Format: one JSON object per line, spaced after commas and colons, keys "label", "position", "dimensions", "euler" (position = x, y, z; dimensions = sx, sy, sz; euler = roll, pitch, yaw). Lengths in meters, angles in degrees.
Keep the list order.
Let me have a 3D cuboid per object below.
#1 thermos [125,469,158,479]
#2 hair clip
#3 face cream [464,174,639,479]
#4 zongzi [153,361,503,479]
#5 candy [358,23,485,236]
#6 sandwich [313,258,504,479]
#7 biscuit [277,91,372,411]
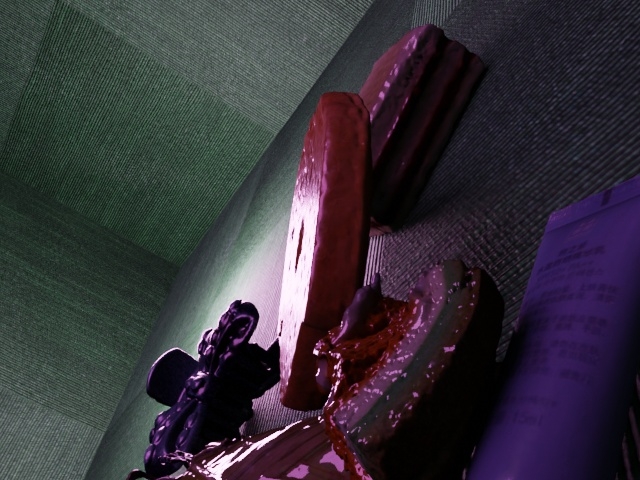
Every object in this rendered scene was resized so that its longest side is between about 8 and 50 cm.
{"label": "thermos", "position": [-0.240, 0.397, 0.940], "dimensions": [0.099, 0.232, 0.124], "euler": [-33, 29, 61]}
{"label": "hair clip", "position": [-0.160, 0.256, 1.091], "dimensions": [0.206, 0.194, 0.310], "euler": [-10, 45, 58]}
{"label": "face cream", "position": [0.169, 0.102, 0.474], "dimensions": [0.135, 0.086, 0.385], "euler": [-31, 26, 55]}
{"label": "zongzi", "position": [-0.023, 0.243, 0.722], "dimensions": [0.418, 0.181, 0.447], "euler": [-44, 8, -5]}
{"label": "candy", "position": [0.110, -0.169, 1.091], "dimensions": [0.320, 0.135, 0.179], "euler": [-61, 13, -7]}
{"label": "sandwich", "position": [0.048, 0.100, 0.507], "dimensions": [0.160, 0.109, 0.185], "euler": [4, 42, 41]}
{"label": "biscuit", "position": [0.001, 0.000, 0.810], "dimensions": [0.455, 0.078, 0.350], "euler": [-108, 22, -77]}
